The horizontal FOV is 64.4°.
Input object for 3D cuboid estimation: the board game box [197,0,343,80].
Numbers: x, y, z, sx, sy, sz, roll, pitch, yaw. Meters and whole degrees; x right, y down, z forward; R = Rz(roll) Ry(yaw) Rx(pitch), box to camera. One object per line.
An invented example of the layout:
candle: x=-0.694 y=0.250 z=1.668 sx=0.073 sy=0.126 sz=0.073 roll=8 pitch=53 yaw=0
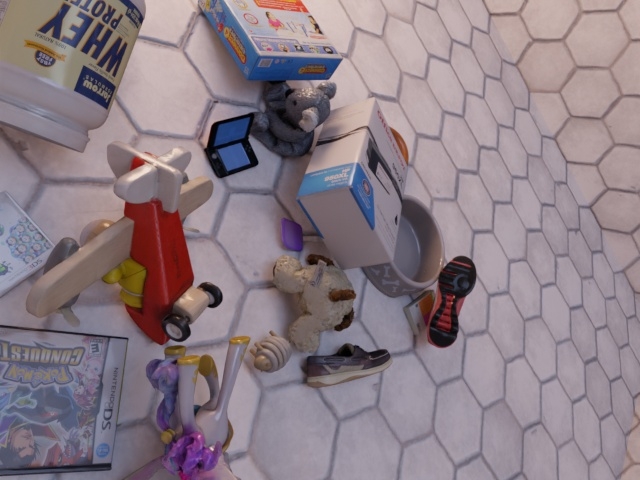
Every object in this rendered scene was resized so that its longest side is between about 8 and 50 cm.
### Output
board game box: x=-0.137 y=-0.589 z=1.428 sx=0.308 sy=0.086 sz=0.302 roll=-16 pitch=67 yaw=-41

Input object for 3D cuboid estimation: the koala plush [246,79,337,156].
koala plush: x=-0.052 y=-0.346 z=1.397 sx=0.203 sy=0.221 sz=0.196 roll=44 pitch=52 yaw=-22

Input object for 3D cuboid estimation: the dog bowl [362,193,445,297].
dog bowl: x=0.269 y=0.010 z=1.640 sx=0.348 sy=0.102 sz=0.349 roll=15 pitch=66 yaw=-37

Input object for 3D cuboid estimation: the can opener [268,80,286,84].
can opener: x=-0.135 y=-0.538 z=1.513 sx=0.059 sy=0.073 sz=0.186 roll=-4 pitch=71 yaw=-2

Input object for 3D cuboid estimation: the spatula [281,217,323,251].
spatula: x=0.000 y=0.000 z=1.458 sx=0.296 sy=0.030 sz=0.084 roll=10 pitch=70 yaw=-39

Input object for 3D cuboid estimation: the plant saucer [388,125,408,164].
plant saucer: x=0.242 y=-0.314 z=1.768 sx=0.199 sy=0.037 sz=0.200 roll=14 pitch=68 yaw=-37

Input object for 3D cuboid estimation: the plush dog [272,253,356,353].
plush dog: x=0.019 y=0.138 z=1.344 sx=0.225 sy=0.210 sz=0.263 roll=-17 pitch=89 yaw=-69

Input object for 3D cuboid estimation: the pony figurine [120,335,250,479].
pony figurine: x=-0.244 y=0.389 z=0.961 sx=0.351 sy=0.302 sz=0.364 roll=-2 pitch=92 yaw=-69

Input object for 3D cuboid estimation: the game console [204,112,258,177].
game console: x=-0.217 y=-0.245 z=1.314 sx=0.144 sy=0.085 sz=0.124 roll=-28 pitch=95 yaw=-42

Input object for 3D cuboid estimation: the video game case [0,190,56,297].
video game case: x=-0.596 y=0.006 z=0.947 sx=0.157 sy=0.019 sz=0.143 roll=53 pitch=49 yaw=-14

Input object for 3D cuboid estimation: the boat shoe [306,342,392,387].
boat shoe: x=0.082 y=0.324 z=1.376 sx=0.285 sy=0.102 sz=0.093 roll=-6 pitch=85 yaw=-36

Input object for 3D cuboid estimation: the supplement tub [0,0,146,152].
supplement tub: x=-0.492 y=-0.354 z=0.956 sx=0.235 sy=0.235 sz=0.325 roll=21 pitch=88 yaw=-35

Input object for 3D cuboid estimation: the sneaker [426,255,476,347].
sneaker: x=0.404 y=0.195 z=1.643 sx=0.115 sy=0.136 sz=0.314 roll=22 pitch=75 yaw=4

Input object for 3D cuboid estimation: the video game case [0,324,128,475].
video game case: x=-0.504 y=0.289 z=0.923 sx=0.274 sy=0.035 sz=0.249 roll=16 pitch=66 yaw=-37

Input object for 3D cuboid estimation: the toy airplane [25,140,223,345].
toy airplane: x=-0.361 y=-0.008 z=0.986 sx=0.386 sy=0.272 sz=0.385 roll=43 pitch=58 yaw=-65

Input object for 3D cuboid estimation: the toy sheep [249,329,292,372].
toy sheep: x=-0.114 y=0.271 z=1.235 sx=0.132 sy=0.091 sz=0.091 roll=-34 pitch=99 yaw=-47

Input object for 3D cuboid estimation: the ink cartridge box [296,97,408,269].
ink cartridge box: x=0.107 y=-0.164 z=1.428 sx=0.285 sy=0.166 sz=0.395 roll=56 pitch=35 yaw=-37

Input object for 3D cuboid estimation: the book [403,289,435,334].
book: x=0.339 y=0.235 z=1.674 sx=0.144 sy=0.035 sz=0.096 roll=-26 pitch=98 yaw=-43
